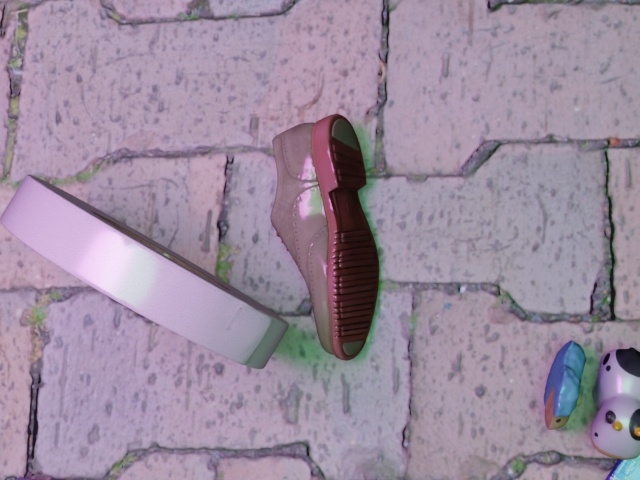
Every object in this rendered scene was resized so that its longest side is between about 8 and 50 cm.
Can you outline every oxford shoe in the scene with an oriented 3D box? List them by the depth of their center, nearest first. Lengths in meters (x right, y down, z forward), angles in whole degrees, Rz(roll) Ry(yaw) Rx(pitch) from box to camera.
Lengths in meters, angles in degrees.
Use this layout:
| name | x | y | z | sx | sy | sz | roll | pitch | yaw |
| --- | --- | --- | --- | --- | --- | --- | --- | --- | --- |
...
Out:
| name | x | y | z | sx | sy | sz | roll | pitch | yaw |
| --- | --- | --- | --- | --- | --- | --- | --- | --- | --- |
| oxford shoe | 0.000 | 0.000 | 1.292 | 0.130 | 0.123 | 0.348 | -8 | 82 | 31 |

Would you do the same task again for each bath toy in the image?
| name | x | y | z | sx | sy | sz | roll | pitch | yaw |
| --- | --- | --- | --- | --- | --- | --- | --- | --- | --- |
| bath toy | 0.483 | 0.229 | 1.190 | 0.348 | 0.129 | 0.151 | 10 | 81 | 6 |

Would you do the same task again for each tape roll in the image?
| name | x | y | z | sx | sy | sz | roll | pitch | yaw |
| --- | --- | --- | --- | --- | --- | --- | --- | --- | --- |
| tape roll | -0.220 | 0.042 | 1.151 | 0.392 | 0.392 | 0.072 | 30 | 86 | 8 |

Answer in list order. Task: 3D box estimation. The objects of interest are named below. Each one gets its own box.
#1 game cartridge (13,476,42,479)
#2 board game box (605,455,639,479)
| name | x | y | z | sx | sy | sz | roll | pitch | yaw |
| --- | --- | --- | --- | --- | --- | --- | --- | --- | --- |
| game cartridge | -0.391 | 0.498 | 1.278 | 0.198 | 0.062 | 0.297 | 7 | 83 | 10 |
| board game box | 0.453 | 0.330 | 1.236 | 0.090 | 0.020 | 0.090 | 33 | 87 | 8 |
